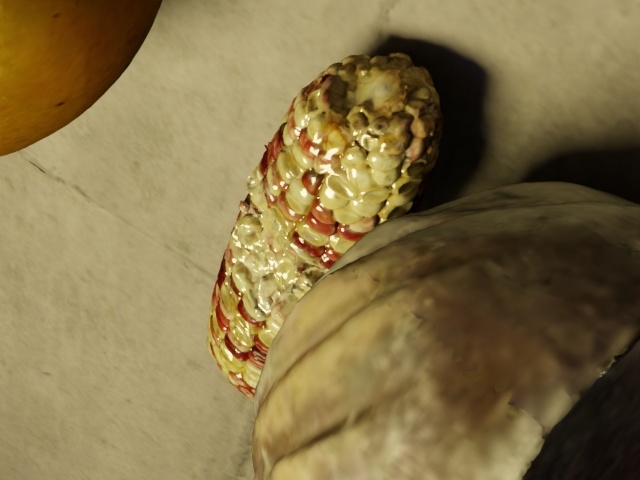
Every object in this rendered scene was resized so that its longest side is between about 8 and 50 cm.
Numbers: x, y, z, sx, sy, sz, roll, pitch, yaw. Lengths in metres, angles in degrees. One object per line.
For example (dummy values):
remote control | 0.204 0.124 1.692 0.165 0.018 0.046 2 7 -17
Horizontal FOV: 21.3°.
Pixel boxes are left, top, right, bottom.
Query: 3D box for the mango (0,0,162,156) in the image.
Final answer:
mango | -0.215 -0.158 0.850 0.264 0.221 0.378 44 158 -18

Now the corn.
corn | 0.000 0.000 0.941 0.098 0.098 0.290 34 148 7

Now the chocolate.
chocolate | 0.079 0.098 0.831 0.213 0.303 0.303 35 152 36
